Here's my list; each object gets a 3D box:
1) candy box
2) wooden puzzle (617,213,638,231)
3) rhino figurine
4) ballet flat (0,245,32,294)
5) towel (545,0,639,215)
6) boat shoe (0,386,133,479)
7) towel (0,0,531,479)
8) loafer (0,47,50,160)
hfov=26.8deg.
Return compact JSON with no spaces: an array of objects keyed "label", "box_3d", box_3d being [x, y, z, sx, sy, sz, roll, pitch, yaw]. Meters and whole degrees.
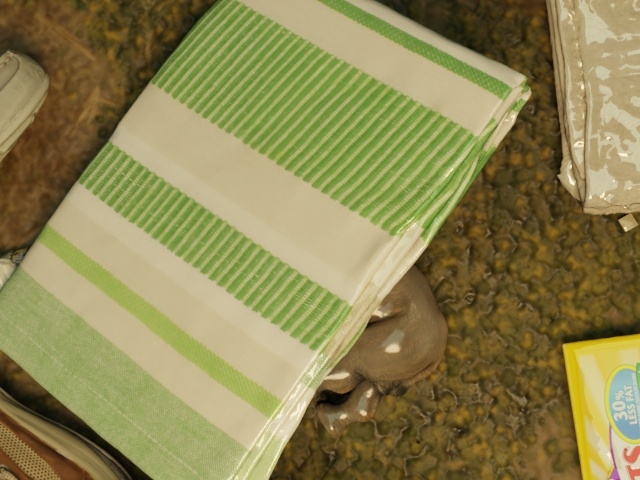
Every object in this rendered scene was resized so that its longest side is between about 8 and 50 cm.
[{"label":"candy box","box_3d":[0.226,0.162,0.885,0.105,0.027,0.206,-10,84,15]},{"label":"wooden puzzle","box_3d":[0.244,-0.021,0.914,0.083,0.006,0.049,-6,86,2]},{"label":"rhino figurine","box_3d":[0.000,0.000,0.893,0.106,0.073,0.243,-27,78,6]},{"label":"ballet flat","box_3d":[-0.236,0.040,0.919,0.114,0.041,0.041,-29,85,1]},{"label":"towel","box_3d":[0.295,-0.118,0.896,0.282,0.049,0.187,-4,85,1]},{"label":"boat shoe","box_3d":[-0.271,0.131,0.862,0.324,0.116,0.123,26,110,5]},{"label":"towel","box_3d":[-0.048,-0.015,0.849,0.248,0.038,0.325,34,88,31]},{"label":"loafer","box_3d":[-0.306,-0.033,0.845,0.111,0.112,0.319,51,60,-10]}]
